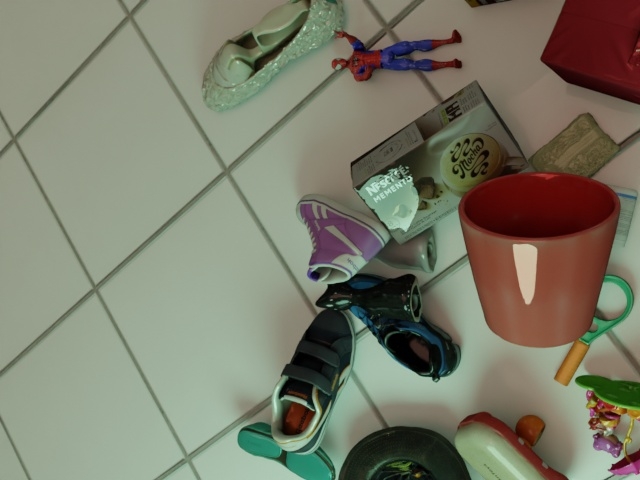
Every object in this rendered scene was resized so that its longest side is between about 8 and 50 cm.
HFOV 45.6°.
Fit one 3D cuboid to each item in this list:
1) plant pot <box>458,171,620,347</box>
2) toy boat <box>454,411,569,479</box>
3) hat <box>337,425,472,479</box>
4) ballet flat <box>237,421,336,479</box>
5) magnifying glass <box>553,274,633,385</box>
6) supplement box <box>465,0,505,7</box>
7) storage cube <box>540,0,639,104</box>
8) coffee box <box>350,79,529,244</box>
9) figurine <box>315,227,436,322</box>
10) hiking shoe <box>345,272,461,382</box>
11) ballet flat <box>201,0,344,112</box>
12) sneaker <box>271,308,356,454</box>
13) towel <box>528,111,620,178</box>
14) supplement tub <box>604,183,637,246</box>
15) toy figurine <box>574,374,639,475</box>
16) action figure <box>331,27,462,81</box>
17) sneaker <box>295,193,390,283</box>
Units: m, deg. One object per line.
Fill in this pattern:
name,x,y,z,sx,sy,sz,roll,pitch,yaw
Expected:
plant pot,0.389,0.039,1.361,0.274,0.275,0.243,5,120,26
toy boat,0.381,0.399,1.454,0.231,0.151,0.151,45,64,2
hat,0.189,0.548,1.541,0.331,0.134,0.332,-10,67,24
ballet flat,-0.064,0.460,1.688,0.247,0.087,0.083,16,104,22
magnifying glass,0.511,0.171,1.445,0.092,0.026,0.231,30,103,22
supplement box,0.362,-0.572,1.457,0.194,0.129,0.192,-3,89,26
storage cube,0.531,-0.353,1.336,0.193,0.215,0.184,26,102,30
coffee box,0.225,-0.148,1.481,0.297,0.119,0.168,-32,117,19
figurine,0.113,0.063,1.554,0.209,0.092,0.215,2,47,25
hiking shoe,0.151,0.166,1.557,0.304,0.132,0.113,36,105,23
ballet flat,-0.137,-0.436,1.698,0.408,0.147,0.147,-31,77,23
sneaker,-0.014,0.289,1.603,0.126,0.127,0.321,9,76,24
towel,0.483,-0.161,1.456,0.148,0.027,0.110,-42,74,20
supplement tub,0.538,-0.046,1.405,0.071,0.071,0.107,14,95,25
toy figurine,0.541,0.347,1.394,0.173,0.130,0.159,13,106,47
action figure,0.136,-0.385,1.568,0.280,0.139,0.092,-2,88,28
sneaker,0.000,-0.001,1.574,0.161,0.102,0.282,-50,33,-12
